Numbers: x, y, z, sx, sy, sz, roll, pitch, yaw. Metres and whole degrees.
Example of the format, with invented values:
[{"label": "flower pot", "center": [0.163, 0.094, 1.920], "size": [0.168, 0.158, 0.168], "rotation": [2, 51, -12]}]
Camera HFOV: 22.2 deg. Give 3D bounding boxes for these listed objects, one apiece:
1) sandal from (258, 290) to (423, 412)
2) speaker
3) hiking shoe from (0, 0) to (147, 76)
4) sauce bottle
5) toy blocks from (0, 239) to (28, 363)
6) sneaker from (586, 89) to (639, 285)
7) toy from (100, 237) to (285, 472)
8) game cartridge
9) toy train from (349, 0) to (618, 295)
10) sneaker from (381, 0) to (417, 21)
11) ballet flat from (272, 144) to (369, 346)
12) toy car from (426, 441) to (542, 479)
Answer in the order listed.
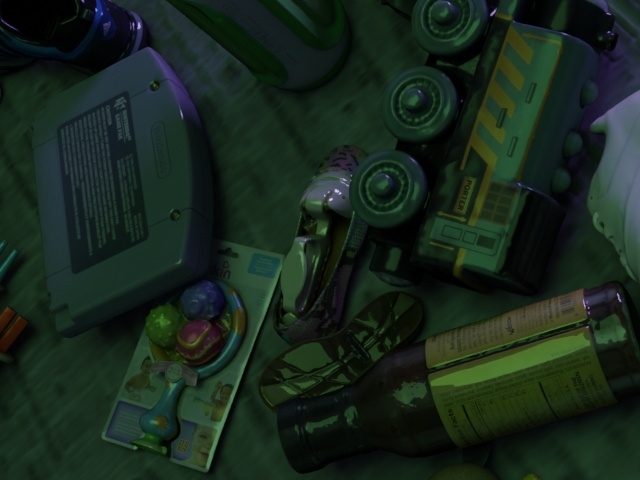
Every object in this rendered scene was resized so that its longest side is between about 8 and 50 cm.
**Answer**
[{"label": "sandal", "center": [0.025, 0.117, 1.600], "size": [0.180, 0.049, 0.072], "rotation": [-34, 65, -4]}, {"label": "speaker", "center": [-0.078, -0.253, 1.630], "size": [0.131, 0.296, 0.131], "rotation": [-9, 69, 24]}, {"label": "hiking shoe", "center": [-0.347, -0.259, 1.864], "size": [0.304, 0.132, 0.113], "rotation": [5, 75, 28]}, {"label": "sauce bottle", "center": [0.127, 0.133, 1.492], "size": [0.344, 0.111, 0.111], "rotation": [-17, 66, 17]}, {"label": "toy blocks", "center": [-0.368, 0.081, 1.802], "size": [0.123, 0.054, 0.148], "rotation": [38, 91, 32]}, {"label": "sneaker", "center": [0.307, -0.017, 1.467], "size": [0.129, 0.111, 0.297], "rotation": [-27, 42, 36]}, {"label": "toy", "center": [-0.140, 0.105, 1.678], "size": [0.137, 0.056, 0.237], "rotation": [13, 79, 28]}, {"label": "game cartridge", "center": [-0.212, -0.058, 1.751], "size": [0.198, 0.062, 0.297], "rotation": [-22, 55, 15]}, {"label": "toy train", "center": [0.159, -0.102, 1.554], "size": [0.190, 0.142, 0.334], "rotation": [17, 83, 25]}, {"label": "sneaker", "center": [0.065, -0.314, 1.675], "size": [0.222, 0.083, 0.118], "rotation": [37, 95, 8]}, {"label": "ballet flat", "center": [0.000, 0.000, 1.631], "size": [0.077, 0.079, 0.221], "rotation": [7, 76, 29]}, {"label": "toy car", "center": [0.141, 0.257, 1.467], "size": [0.155, 0.149, 0.188], "rotation": [-40, 31, 5]}]
